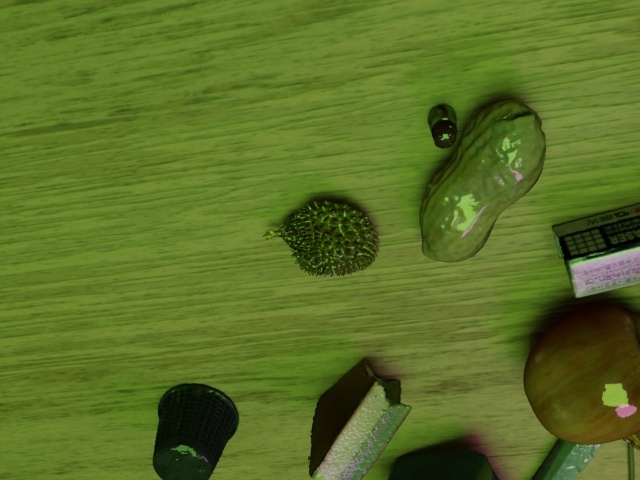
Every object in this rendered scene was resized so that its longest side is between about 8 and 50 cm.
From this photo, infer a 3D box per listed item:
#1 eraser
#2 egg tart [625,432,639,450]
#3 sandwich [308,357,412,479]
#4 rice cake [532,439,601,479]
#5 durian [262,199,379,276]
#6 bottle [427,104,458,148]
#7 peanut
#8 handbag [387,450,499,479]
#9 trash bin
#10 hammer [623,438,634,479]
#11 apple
[{"bbox_3d":[0.543,-0.002,1.236,0.287,0.130,0.086,-16,119,13],"label":"eraser"},{"bbox_3d":[0.675,0.343,1.442,0.191,0.074,0.191,-1,114,-2],"label":"egg tart"},{"bbox_3d":[0.076,0.348,1.428,0.108,0.220,0.186,39,116,-14],"label":"sandwich"},{"bbox_3d":[0.491,0.494,1.564,0.063,0.066,0.336,12,121,-12],"label":"rice cake"},{"bbox_3d":[0.000,0.000,1.306,0.208,0.102,0.146,8,126,5],"label":"durian"},{"bbox_3d":[0.193,-0.178,1.181,0.047,0.101,0.063,-23,115,18],"label":"bottle"},{"bbox_3d":[0.257,-0.084,1.215,0.149,0.149,0.313,25,121,-9],"label":"peanut"},{"bbox_3d":[0.270,0.579,1.535,0.263,0.222,0.241,-18,116,35],"label":"handbag"},{"bbox_3d":[-0.268,0.408,1.531,0.175,0.161,0.175,3,119,5],"label":"trash bin"},{"bbox_3d":[0.654,0.453,1.552,0.060,0.028,0.195,-13,121,5],"label":"hammer"},{"bbox_3d":[0.495,0.241,1.336,0.242,0.242,0.241,33,130,-14],"label":"apple"}]
